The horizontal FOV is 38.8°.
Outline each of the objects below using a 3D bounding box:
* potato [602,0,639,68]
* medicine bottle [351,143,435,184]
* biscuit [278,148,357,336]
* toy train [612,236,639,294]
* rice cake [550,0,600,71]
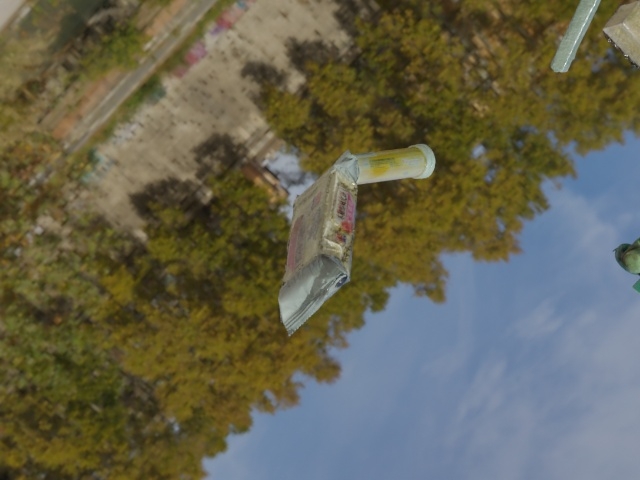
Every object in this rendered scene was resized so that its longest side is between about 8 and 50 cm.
[{"bbox_3d":[0.603,-0.388,1.712,0.086,0.122,0.061,-51,-167,-13],"label":"potato"},{"bbox_3d":[0.135,-0.153,1.853,0.218,0.074,0.074,-10,166,-40],"label":"medicine bottle"},{"bbox_3d":[0.003,-0.002,1.597,0.186,0.079,0.309,-42,-152,42],"label":"biscuit"},{"bbox_3d":[0.700,0.023,1.737,0.298,0.194,0.120,-26,156,-38],"label":"toy train"},{"bbox_3d":[0.408,-0.344,1.424,0.033,0.029,0.171,-21,136,-59],"label":"rice cake"}]
